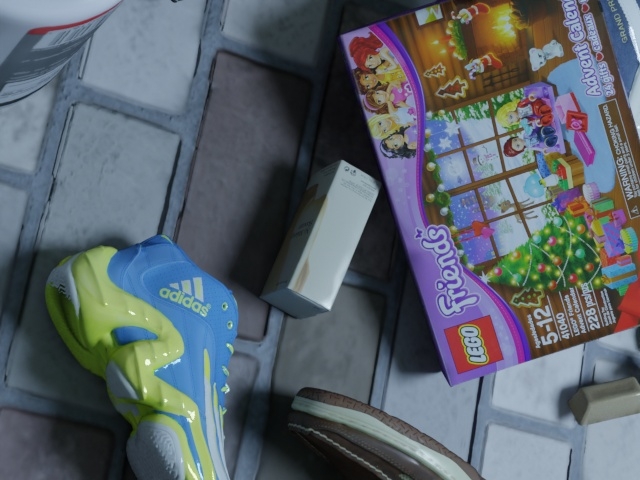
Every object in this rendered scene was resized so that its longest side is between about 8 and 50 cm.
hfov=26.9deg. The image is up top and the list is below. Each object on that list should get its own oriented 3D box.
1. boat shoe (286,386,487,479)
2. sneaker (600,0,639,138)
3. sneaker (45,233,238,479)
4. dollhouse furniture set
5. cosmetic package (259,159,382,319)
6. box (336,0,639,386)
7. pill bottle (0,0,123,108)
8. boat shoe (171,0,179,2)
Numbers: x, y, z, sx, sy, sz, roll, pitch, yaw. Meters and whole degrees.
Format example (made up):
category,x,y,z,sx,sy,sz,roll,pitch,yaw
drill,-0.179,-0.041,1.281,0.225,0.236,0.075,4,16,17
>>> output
category,x,y,z,sx,sy,sz,roll,pitch,yaw
boat shoe,0.074,0.207,1.023,0.257,0.095,0.095,33,74,-18
sneaker,0.231,-0.226,1.154,0.148,0.131,0.350,25,71,-24
sneaker,-0.091,0.100,0.960,0.126,0.091,0.240,-30,94,-28
dollhouse furniture set,0.269,0.141,1.177,0.114,0.091,0.081,-12,128,-6
cosmetic package,0.000,0.000,1.041,0.041,0.060,0.115,29,68,-17
box,0.151,-0.053,1.059,0.201,0.057,0.293,-18,98,0
pill bottle,-0.214,-0.173,0.839,0.161,0.283,0.161,5,79,-25
boat shoe,-0.179,-0.254,0.992,0.073,0.080,0.223,-38,121,14
